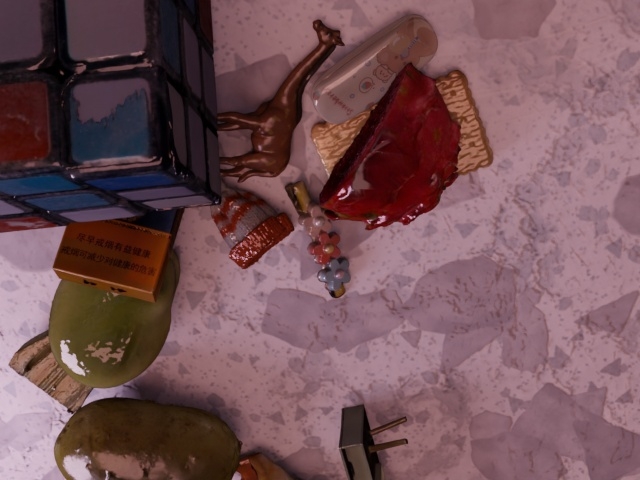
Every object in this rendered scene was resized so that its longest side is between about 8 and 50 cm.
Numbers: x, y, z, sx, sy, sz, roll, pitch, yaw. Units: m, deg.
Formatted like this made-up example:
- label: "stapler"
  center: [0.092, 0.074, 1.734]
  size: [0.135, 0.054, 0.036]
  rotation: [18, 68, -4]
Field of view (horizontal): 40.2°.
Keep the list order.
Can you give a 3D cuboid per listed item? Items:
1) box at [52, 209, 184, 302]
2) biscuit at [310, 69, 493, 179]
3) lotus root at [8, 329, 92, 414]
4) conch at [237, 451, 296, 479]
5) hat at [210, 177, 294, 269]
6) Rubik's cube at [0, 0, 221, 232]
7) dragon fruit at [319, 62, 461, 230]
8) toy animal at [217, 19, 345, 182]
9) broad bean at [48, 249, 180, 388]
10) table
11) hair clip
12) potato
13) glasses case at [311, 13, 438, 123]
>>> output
- label: "box"
  center: [-0.285, -0.041, 1.301]
  size: [0.152, 0.070, 0.237]
  rotation: [14, 69, -2]
- label: "biscuit"
  center: [0.123, -0.145, 1.325]
  size: [0.249, 0.030, 0.160]
  rotation: [-21, 108, 11]
- label: "lotus root"
  center: [-0.420, 0.198, 1.469]
  size: [0.144, 0.070, 0.143]
  rotation: [-41, 101, 2]
- label: "conch"
  center: [-0.049, 0.485, 1.550]
  size: [0.158, 0.127, 0.255]
  rotation: [-25, 86, 43]
- label: "hat"
  center: [-0.132, -0.045, 1.363]
  size: [0.112, 0.093, 0.162]
  rotation: [-41, 85, 7]
- label: "Rubik's cube"
  center: [-0.330, -0.214, 1.102]
  size: [0.358, 0.362, 0.364]
  rotation: [-7, 85, 6]
- label: "dragon fruit"
  center: [0.099, -0.102, 1.253]
  size: [0.163, 0.189, 0.262]
  rotation: [43, 117, 13]
- label: "toy animal"
  center: [-0.068, -0.202, 1.296]
  size: [0.229, 0.066, 0.224]
  rotation: [-11, 115, -5]
- label: "broad bean"
  center: [-0.326, 0.113, 1.376]
  size: [0.189, 0.121, 0.263]
  rotation: [26, 93, -14]
- label: "table"
  center: [0.113, 0.410, 1.491]
  size: [0.111, 0.122, 0.240]
  rotation: [-12, 110, 9]
- label: "hair clip"
  center: [0.003, 0.001, 1.378]
  size: [0.062, 0.056, 0.214]
  rotation: [-31, 109, -20]
- label: "potato"
  center: [-0.288, 0.365, 1.461]
  size: [0.307, 0.173, 0.210]
  rotation: [19, 108, -13]
- label: "glasses case"
  center: [0.078, -0.247, 1.263]
  size: [0.204, 0.051, 0.081]
  rotation: [-37, 133, 7]
